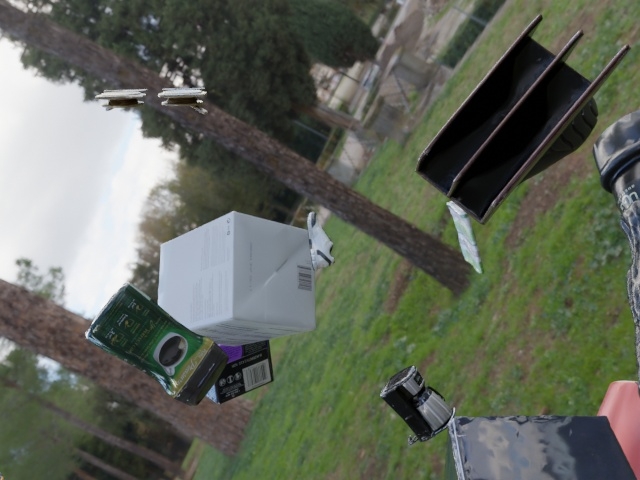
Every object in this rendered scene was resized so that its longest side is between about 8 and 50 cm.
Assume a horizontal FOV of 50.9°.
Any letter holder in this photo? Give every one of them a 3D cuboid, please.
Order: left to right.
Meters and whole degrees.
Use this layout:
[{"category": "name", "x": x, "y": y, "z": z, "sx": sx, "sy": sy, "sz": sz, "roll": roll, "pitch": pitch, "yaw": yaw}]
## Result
[{"category": "letter holder", "x": 0.302, "y": -0.196, "z": 1.043, "sx": 0.302, "sy": 0.152, "sz": 0.214, "roll": -50, "pitch": -9, "yaw": 0}]

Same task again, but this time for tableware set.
[{"category": "tableware set", "x": -0.302, "y": -0.249, "z": 1.216, "sx": 0.128, "sy": 0.194, "sz": 0.039, "roll": -118, "pitch": 26, "yaw": -70}]

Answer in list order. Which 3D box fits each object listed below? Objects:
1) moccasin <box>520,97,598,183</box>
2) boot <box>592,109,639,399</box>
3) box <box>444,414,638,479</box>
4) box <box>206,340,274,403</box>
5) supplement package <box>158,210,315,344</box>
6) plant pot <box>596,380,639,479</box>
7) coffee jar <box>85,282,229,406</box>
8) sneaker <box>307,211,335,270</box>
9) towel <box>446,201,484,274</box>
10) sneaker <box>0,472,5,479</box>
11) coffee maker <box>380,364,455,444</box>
[{"category": "moccasin", "x": 0.457, "y": -0.208, "z": 1.493, "sx": 0.380, "sy": 0.139, "sz": 0.147, "roll": -42, "pitch": 20, "yaw": -9}, {"category": "boot", "x": 0.399, "y": 0.030, "z": 0.544, "sx": 0.131, "sy": 0.347, "sz": 0.260, "roll": 96, "pitch": 173, "yaw": -62}, {"category": "box", "x": 0.365, "y": 0.622, "z": 1.085, "sx": 0.472, "sy": 0.297, "sz": 0.480, "roll": -91, "pitch": -2, "yaw": -60}, {"category": "box", "x": -0.258, "y": 0.274, "z": 1.667, "sx": 0.270, "sy": 0.165, "sz": 0.144, "roll": 14, "pitch": 114, "yaw": 52}, {"category": "supplement package", "x": -0.168, "y": 0.088, "z": 1.322, "sx": 0.262, "sy": 0.198, "sz": 0.199, "roll": -19, "pitch": 65, "yaw": 45}, {"category": "plant pot", "x": 0.705, "y": 0.448, "z": 1.445, "sx": 0.275, "sy": 0.274, "sz": 0.243, "roll": 133, "pitch": 157, "yaw": -71}, {"category": "coffee jar", "x": -0.223, "y": 0.147, "z": 0.934, "sx": 0.096, "sy": 0.184, "sz": 0.079, "roll": -55, "pitch": 6, "yaw": -20}, {"category": "sneaker", "x": 0.000, "y": 0.000, "z": 1.188, "sx": 0.040, "sy": 0.043, "sz": 0.109, "roll": 79, "pitch": -179, "yaw": -70}, {"category": "towel", "x": 0.320, "y": -0.009, "z": 1.487, "sx": 0.023, "sy": 0.152, "sz": 0.113, "roll": -19, "pitch": 17, "yaw": 2}, {"category": "sneaker", "x": -0.650, "y": 0.473, "z": 1.311, "sx": 0.083, "sy": 0.215, "sz": 0.084, "roll": -9, "pitch": 20, "yaw": 31}, {"category": "coffee maker", "x": 0.250, "y": 0.456, "z": 1.845, "sx": 0.171, "sy": 0.178, "sz": 0.120, "roll": -42, "pitch": 0, "yaw": 11}]
